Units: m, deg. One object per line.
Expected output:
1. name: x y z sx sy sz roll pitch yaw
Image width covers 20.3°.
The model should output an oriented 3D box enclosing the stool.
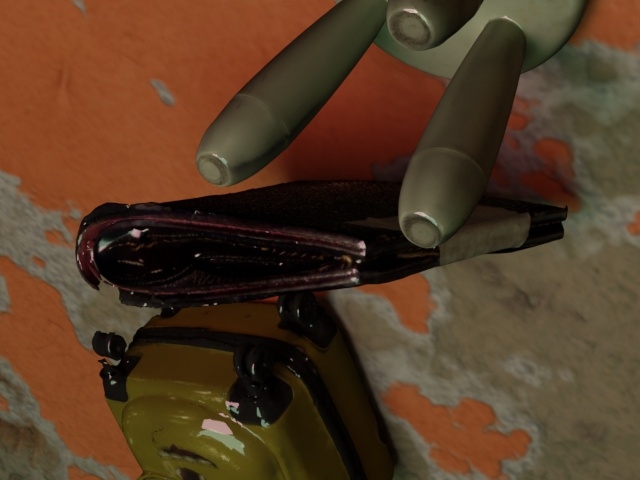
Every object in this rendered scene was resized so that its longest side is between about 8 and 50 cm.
1. stool: 0.039 -0.131 1.061 0.195 0.199 0.195 16 138 23

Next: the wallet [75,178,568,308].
1. wallet: 0.000 0.000 1.190 0.262 0.221 0.071 1 96 42

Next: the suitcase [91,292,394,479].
1. suitcase: -0.065 0.155 1.453 0.193 0.143 0.235 3 130 35
